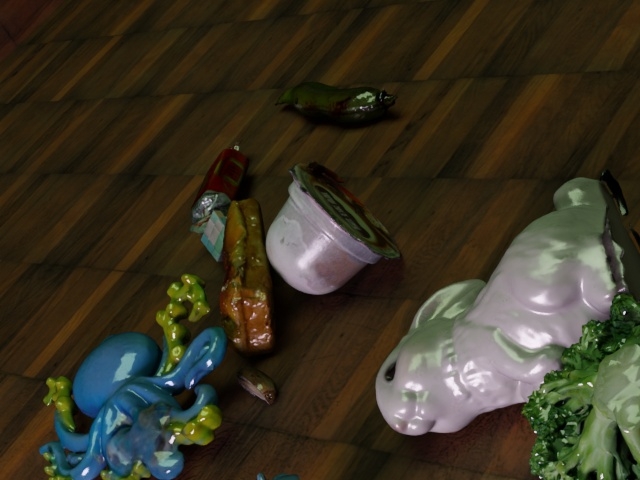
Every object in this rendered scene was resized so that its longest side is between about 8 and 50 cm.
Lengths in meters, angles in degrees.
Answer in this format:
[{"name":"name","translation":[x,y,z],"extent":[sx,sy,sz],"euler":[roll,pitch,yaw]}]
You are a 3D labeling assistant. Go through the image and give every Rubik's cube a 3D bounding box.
[{"name":"Rubik's cube","translation":[-0.139,-0.010,2.147],"extent":[0.084,0.073,0.075],"euler":[-49,53,38]}]

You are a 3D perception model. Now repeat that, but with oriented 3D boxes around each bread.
[{"name":"bread","translation":[-0.109,0.048,1.977],"extent":[0.077,0.139,0.271],"euler":[-4,35,-2]}]

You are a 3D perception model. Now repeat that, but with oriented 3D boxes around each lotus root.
[{"name":"lotus root","translation":[-0.087,0.194,1.847],"extent":[0.030,0.037,0.083],"euler":[-40,31,-19]}]

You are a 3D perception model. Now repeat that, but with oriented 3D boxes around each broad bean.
[{"name":"broad bean","translation":[0.019,-0.242,2.346],"extent":[0.077,0.061,0.339],"euler":[-40,31,-26]}]

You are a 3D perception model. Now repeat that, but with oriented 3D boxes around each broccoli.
[{"name":"broccoli","translation":[0.329,0.171,1.327],"extent":[0.261,0.241,0.269],"euler":[35,88,36]}]

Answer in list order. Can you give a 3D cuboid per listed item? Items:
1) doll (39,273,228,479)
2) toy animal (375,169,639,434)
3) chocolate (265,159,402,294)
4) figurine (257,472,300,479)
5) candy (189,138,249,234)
[{"name":"doll","translation":[-0.254,0.227,1.908],"extent":[0.346,0.099,0.341],"euler":[-45,41,8]},{"name":"toy animal","translation":[0.223,0.098,1.579],"extent":[0.357,0.194,0.258],"euler":[-27,40,24]},{"name":"chocolate","translation":[-0.001,0.000,1.932],"extent":[0.147,0.221,0.221],"euler":[-47,26,20]},{"name":"figurine","translation":[-0.008,0.340,1.516],"extent":[0.144,0.114,0.178],"euler":[-21,43,5]},{"name":"candy","translation":[-0.171,-0.087,2.286],"extent":[0.086,0.059,0.292],"euler":[-49,15,36]}]
